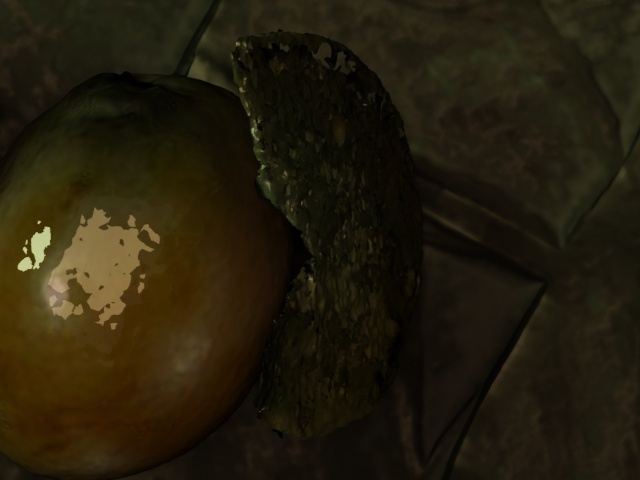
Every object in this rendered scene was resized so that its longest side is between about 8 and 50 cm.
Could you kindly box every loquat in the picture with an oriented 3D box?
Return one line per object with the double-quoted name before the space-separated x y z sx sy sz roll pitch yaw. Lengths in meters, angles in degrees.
"loquat" -0.105 0.018 1.020 0.179 0.179 0.227 30 92 4

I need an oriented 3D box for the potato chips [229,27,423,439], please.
"potato chips" 0.004 0.000 1.001 0.029 0.202 0.220 -4 67 29
